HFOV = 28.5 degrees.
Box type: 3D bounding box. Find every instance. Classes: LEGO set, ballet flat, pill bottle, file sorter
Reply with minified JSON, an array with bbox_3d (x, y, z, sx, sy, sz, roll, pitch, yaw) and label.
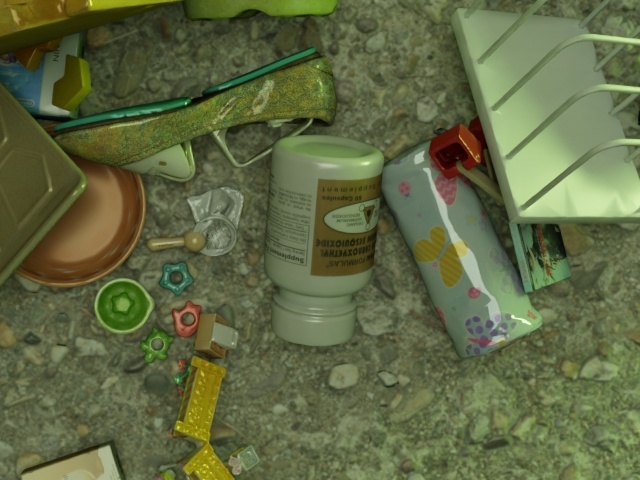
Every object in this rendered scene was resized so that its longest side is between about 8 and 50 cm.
[{"bbox_3d":[-0.143,0.239,1.521,0.132,0.107,0.287,-14,84,-38],"label":"LEGO set"},{"bbox_3d":[-0.139,-0.131,1.491,0.348,0.123,0.123,-19,89,-14],"label":"ballet flat"},{"bbox_3d":[0.000,0.000,1.479,0.131,0.131,0.229,4,107,-3],"label":"pill bottle"},{"bbox_3d":[0.301,-0.180,1.424,0.192,0.173,0.278,0,64,-28],"label":"file sorter"}]

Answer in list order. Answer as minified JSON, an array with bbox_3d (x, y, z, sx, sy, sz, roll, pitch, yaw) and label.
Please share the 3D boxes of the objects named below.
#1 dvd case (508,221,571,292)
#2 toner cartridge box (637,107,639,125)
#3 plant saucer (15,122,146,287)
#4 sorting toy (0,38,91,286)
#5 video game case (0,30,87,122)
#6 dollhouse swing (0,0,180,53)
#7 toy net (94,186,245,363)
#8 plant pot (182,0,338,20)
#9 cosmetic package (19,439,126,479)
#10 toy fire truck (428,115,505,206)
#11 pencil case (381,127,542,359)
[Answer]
[{"bbox_3d":[0.267,0.012,1.526,0.013,0.119,0.087,-14,88,36],"label":"dvd case"},{"bbox_3d":[0.468,-0.305,1.500,0.075,0.165,0.348,10,93,-2],"label":"toner cartridge box"},{"bbox_3d":[-0.311,-0.042,1.533,0.200,0.037,0.200,0,89,-2],"label":"plant saucer"},{"bbox_3d":[-0.361,-0.095,1.443,0.307,0.041,0.229,-47,69,10],"label":"sorting toy"},{"bbox_3d":[-0.418,-0.280,1.522,0.269,0.061,0.244,6,87,-2],"label":"video game case"},{"bbox_3d":[-0.364,-0.349,1.313,0.346,0.315,0.305,-11,99,20],"label":"dollhouse swing"},{"bbox_3d":[-0.164,0.036,1.530,0.122,0.045,0.232,43,85,-7],"label":"toy net"},{"bbox_3d":[-0.075,-0.385,1.460,0.276,0.276,0.254,-2,101,-3],"label":"plant pot"},{"bbox_3d":[-0.298,0.289,1.522,0.115,0.041,0.060,-20,90,-3],"label":"cosmetic package"},{"bbox_3d":[0.213,-0.086,1.489,0.047,0.135,0.192,-29,118,35],"label":"toy fire truck"},{"bbox_3d":[0.164,0.007,1.516,0.113,0.124,0.273,-26,88,26],"label":"pencil case"}]
